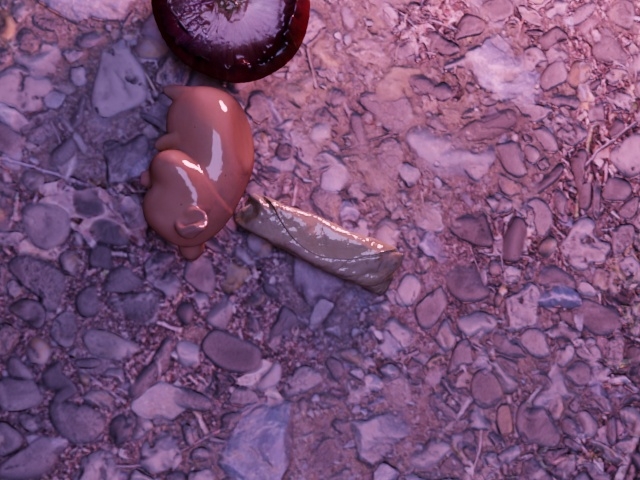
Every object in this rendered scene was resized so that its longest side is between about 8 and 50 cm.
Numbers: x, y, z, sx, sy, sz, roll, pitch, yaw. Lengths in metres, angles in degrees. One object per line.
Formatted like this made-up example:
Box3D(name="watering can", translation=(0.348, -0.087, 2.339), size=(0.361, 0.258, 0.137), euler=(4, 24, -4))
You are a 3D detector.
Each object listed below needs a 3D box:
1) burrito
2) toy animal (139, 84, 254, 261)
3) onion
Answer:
Box3D(name="burrito", translation=(0.000, 0.000, 1.652), size=(0.275, 0.059, 0.082), euler=(25, 90, -11))
Box3D(name="toy animal", translation=(-0.181, -0.107, 1.570), size=(0.154, 0.166, 0.250), euler=(9, 75, 14))
Box3D(name="onion", translation=(-0.136, -0.356, 1.612), size=(0.248, 0.161, 0.248), euler=(2, 75, -8))
